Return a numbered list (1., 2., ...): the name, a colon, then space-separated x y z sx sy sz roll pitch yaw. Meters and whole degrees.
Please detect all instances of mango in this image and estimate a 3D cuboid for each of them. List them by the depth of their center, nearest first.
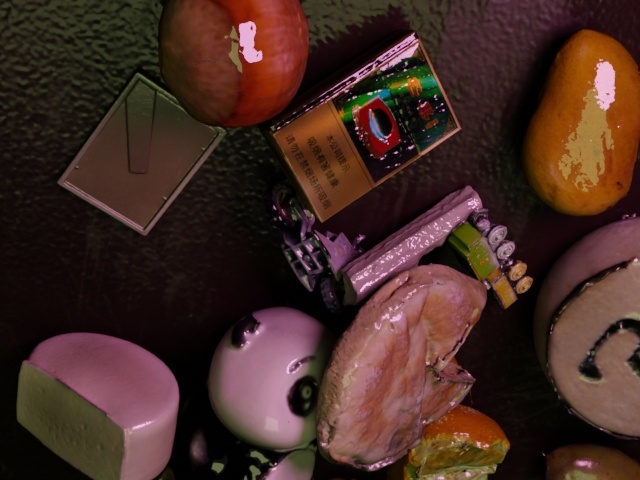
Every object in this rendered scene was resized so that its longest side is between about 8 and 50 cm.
1. mango: 0.366 -0.159 1.455 0.167 0.130 0.262 6 112 -5

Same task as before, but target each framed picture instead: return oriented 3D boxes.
1. framed picture: -0.247 -0.117 1.458 0.150 0.015 0.203 32 111 -22

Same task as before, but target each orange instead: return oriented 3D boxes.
1. orange: 0.198 0.358 1.698 0.179 0.158 0.237 0 124 -18

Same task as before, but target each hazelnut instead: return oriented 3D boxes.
1. hazelnut: -0.102 -0.243 1.320 0.214 0.176 0.214 -26 138 -26

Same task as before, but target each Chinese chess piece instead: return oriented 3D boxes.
1. Chinese chess piece: 0.497 0.135 1.585 0.349 0.146 0.349 3 119 6

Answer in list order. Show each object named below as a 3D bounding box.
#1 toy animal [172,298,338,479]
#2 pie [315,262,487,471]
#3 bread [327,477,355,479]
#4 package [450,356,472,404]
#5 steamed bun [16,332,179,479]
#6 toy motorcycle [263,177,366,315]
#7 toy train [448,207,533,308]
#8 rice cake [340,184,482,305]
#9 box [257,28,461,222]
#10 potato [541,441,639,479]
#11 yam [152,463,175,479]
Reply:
1. toy animal: -0.084 0.245 1.560 0.251 0.251 0.310 15 106 -15
2. pie: 0.111 0.186 1.498 0.337 0.075 0.337 -23 131 -30
3. bread: 0.140 0.526 1.810 0.383 0.112 0.166 21 114 -17
4. package: 0.193 0.202 1.662 0.131 0.071 0.047 29 108 -19
5. steamed bun: -0.312 0.237 1.543 0.241 0.164 0.146 28 122 25
6. toy motorcycle: 0.000 0.000 1.508 0.080 0.122 0.215 -23 107 32
7. toy train: 0.250 0.032 1.547 0.081 0.060 0.202 -40 139 -2
8. rice cake: 0.131 0.008 1.500 0.256 0.052 0.057 -33 136 -22
9. box: 0.053 -0.156 1.414 0.240 0.071 0.159 -35 116 -6
10. potato: 0.478 0.420 1.802 0.251 0.113 0.149 31 118 -13
11. yam: -0.195 0.451 1.757 0.057 0.057 0.241 -37 118 13
